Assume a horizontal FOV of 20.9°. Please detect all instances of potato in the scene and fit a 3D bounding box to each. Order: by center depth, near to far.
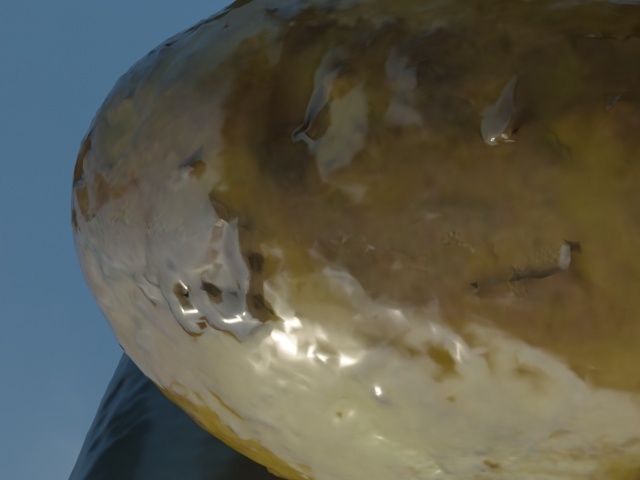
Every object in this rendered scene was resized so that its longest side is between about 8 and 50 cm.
[{"bbox_3d":[0.043,-0.003,0.622,0.229,0.266,0.229,-8,-90,-84],"label":"potato"}]

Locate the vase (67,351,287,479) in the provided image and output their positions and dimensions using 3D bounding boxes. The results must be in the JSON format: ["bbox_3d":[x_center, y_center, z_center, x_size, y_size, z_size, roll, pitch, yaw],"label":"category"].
[{"bbox_3d":[-0.027,0.111,0.847,0.245,0.245,0.291,49,-149,-27],"label":"vase"}]
